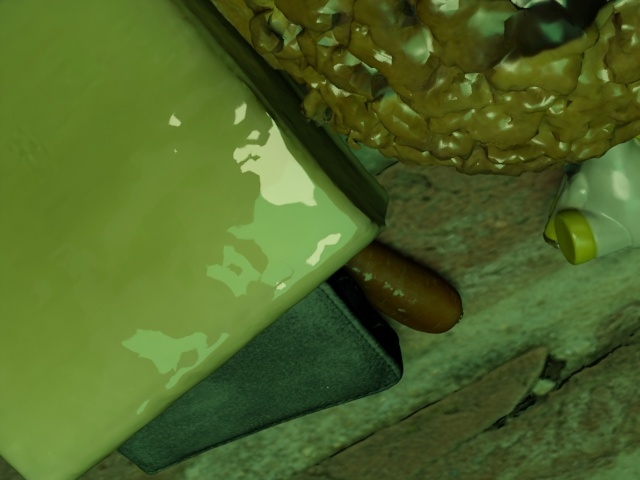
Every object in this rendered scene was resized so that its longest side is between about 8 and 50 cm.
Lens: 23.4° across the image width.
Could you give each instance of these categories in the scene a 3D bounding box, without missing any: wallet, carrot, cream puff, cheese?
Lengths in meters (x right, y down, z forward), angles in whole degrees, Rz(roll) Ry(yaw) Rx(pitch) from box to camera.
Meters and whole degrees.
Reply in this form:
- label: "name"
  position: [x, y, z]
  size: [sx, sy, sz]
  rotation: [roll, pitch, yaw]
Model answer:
- label: "wallet"
  position: [-0.062, 0.087, 1.052]
  size: [0.222, 0.036, 0.167]
  rotation: [-23, 145, 13]
- label: "carrot"
  position: [0.000, 0.000, 1.041]
  size: [0.248, 0.043, 0.043]
  rotation: [31, 113, -25]
- label: "cream puff"
  position: [0.099, -0.191, 0.790]
  size: [0.343, 0.231, 0.327]
  rotation: [4, 107, -12]
- label: "cheese"
  position: [-0.134, -0.021, 0.903]
  size: [0.265, 0.124, 0.242]
  rotation: [-39, 89, 14]

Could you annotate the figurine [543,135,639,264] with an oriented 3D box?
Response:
- label: "figurine"
  position: [0.174, -0.074, 0.989]
  size: [0.130, 0.109, 0.178]
  rotation: [-17, 112, 37]
